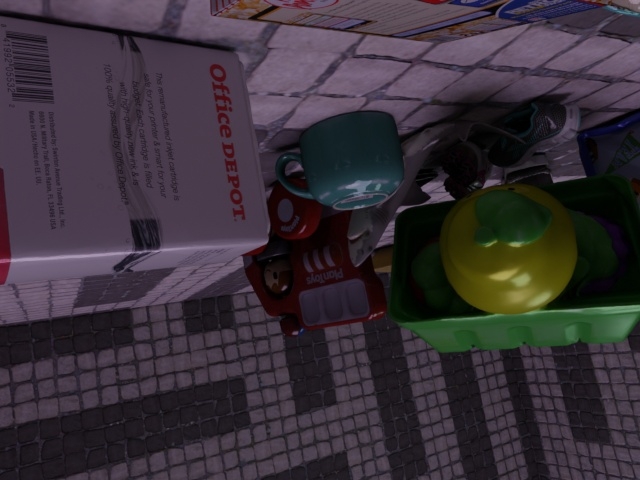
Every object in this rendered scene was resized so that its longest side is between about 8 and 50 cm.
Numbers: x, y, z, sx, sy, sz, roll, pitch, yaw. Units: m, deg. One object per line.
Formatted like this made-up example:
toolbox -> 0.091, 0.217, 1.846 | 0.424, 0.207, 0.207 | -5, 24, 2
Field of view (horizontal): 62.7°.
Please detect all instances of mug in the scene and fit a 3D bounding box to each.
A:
mug -> 0.034, -0.092, 0.694 | 0.129, 0.097, 0.157 | -2, 167, -42

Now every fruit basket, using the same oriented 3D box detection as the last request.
fruit basket -> 0.270, 0.011, 0.763 | 0.392, 0.283, 0.392 | 7, 140, 6

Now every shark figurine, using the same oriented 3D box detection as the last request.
shark figurine -> 0.143, -0.093, 0.769 | 0.116, 0.166, 0.278 | 26, 123, -31

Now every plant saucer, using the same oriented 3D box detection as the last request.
plant saucer -> 0.377, 0.050, 2.022 | 0.333, 0.081, 0.333 | -15, 169, 25

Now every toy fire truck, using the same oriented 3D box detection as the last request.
toy fire truck -> -0.032, 0.038, 0.930 | 0.302, 0.254, 0.169 | -19, 168, 41

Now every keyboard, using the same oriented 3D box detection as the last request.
keyboard -> 0.143, -0.098, 1.030 | 0.108, 0.023, 0.180 | -14, 172, -19

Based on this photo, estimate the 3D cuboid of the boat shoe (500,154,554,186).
boat shoe -> 0.446, -0.103, 1.118 | 0.109, 0.091, 0.305 | -14, 170, 22

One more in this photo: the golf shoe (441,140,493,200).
golf shoe -> 0.251, -0.128, 0.881 | 0.086, 0.067, 0.186 | -46, 162, -2

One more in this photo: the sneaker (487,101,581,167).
sneaker -> 0.287, -0.157, 0.759 | 0.076, 0.065, 0.166 | 10, 161, -17

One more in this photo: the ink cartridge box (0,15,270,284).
ink cartridge box -> -0.174, -0.063, 0.405 | 0.237, 0.172, 0.100 | -4, 169, -34

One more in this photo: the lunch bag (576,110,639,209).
lunch bag -> 0.654, -0.029, 0.887 | 0.328, 0.385, 0.239 | -3, 169, -35

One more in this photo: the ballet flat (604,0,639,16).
ballet flat -> 0.317, -0.206, 0.412 | 0.248, 0.086, 0.086 | -5, 169, -28

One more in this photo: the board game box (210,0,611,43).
board game box -> 0.049, -0.159, 0.314 | 0.193, 0.045, 0.147 | -6, -168, -29
